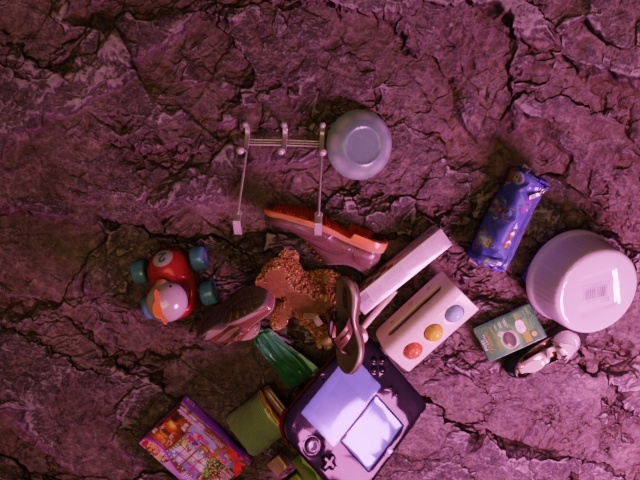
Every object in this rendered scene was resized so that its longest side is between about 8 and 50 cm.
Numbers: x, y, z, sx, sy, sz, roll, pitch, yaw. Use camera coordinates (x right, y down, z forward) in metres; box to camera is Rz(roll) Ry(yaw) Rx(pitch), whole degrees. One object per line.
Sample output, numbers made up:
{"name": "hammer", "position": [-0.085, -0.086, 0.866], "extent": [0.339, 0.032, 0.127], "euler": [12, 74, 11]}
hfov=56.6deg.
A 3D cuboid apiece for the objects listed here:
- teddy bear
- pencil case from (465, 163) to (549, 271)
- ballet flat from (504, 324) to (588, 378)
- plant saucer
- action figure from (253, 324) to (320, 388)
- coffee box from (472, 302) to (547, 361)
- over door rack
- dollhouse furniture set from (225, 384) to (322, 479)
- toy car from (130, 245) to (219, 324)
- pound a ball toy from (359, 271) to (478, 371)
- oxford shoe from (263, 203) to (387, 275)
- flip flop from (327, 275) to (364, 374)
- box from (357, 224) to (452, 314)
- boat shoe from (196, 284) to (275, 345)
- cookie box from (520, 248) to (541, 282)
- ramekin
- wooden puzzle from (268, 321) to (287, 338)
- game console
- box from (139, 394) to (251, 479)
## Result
{"name": "teddy bear", "position": [-0.038, 0.172, 1.736], "extent": [0.338, 0.113, 0.245], "euler": [25, 107, -12]}
{"name": "pencil case", "position": [0.525, -0.058, 1.652], "extent": [0.119, 0.133, 0.306], "euler": [19, 103, -26]}
{"name": "ballet flat", "position": [0.676, 0.330, 1.744], "extent": [0.280, 0.096, 0.095], "euler": [-34, 97, 7]}
{"name": "plant saucer", "position": [0.113, -0.263, 1.641], "extent": [0.195, 0.037, 0.195], "euler": [-2, 100, -14]}
{"name": "action figure", "position": [-0.123, 0.331, 1.774], "extent": [0.137, 0.063, 0.232], "euler": [-37, 104, 23]}
{"name": "coffee box", "position": [0.555, 0.271, 1.752], "extent": [0.184, 0.040, 0.113], "euler": [-27, 85, 6]}
{"name": "over door rack", "position": [-0.105, -0.179, 1.590], "extent": [0.239, 0.108, 0.324], "euler": [2, 69, 2]}
{"name": "dollhouse furniture set", "position": [-0.147, 0.611, 1.762], "extent": [0.197, 0.151, 0.301], "euler": [-40, 87, 12]}
{"name": "toy car", "position": [-0.427, 0.140, 1.660], "extent": [0.219, 0.238, 0.210], "euler": [-13, 101, 4]}
{"name": "pound a ball toy", "position": [0.264, 0.232, 1.686], "extent": [0.319, 0.136, 0.208], "euler": [-44, 116, 8]}
{"name": "oxford shoe", "position": [0.000, 0.000, 1.681], "extent": [0.363, 0.130, 0.133], "euler": [21, 109, -2]}
{"name": "flip flop", "position": [0.060, 0.235, 1.638], "extent": [0.080, 0.112, 0.277], "euler": [-11, 106, -36]}
{"name": "box", "position": [0.225, 0.083, 1.695], "extent": [0.324, 0.063, 0.067], "euler": [-40, 106, 0]}
{"name": "boat shoe", "position": [-0.224, 0.221, 1.693], "extent": [0.116, 0.123, 0.324], "euler": [35, 140, -27]}
{"name": "cookie box", "position": [0.651, 0.091, 1.724], "extent": [0.092, 0.040, 0.107], "euler": [29, 101, -6]}
{"name": "ramekin", "position": [0.729, 0.119, 1.647], "extent": [0.277, 0.135, 0.277], "euler": [-4, 109, -12]}
{"name": "wooden puzzle", "position": [-0.127, 0.279, 1.798], "extent": [0.049, 0.006, 0.083], "euler": [-7, 102, 3]}
{"name": "game console", "position": [0.099, 0.504, 1.717], "extent": [0.342, 0.060, 0.386], "euler": [48, 65, -7]}
{"name": "box", "position": [-0.388, 0.653, 1.855], "extent": [0.201, 0.057, 0.293], "euler": [-44, 97, 10]}
